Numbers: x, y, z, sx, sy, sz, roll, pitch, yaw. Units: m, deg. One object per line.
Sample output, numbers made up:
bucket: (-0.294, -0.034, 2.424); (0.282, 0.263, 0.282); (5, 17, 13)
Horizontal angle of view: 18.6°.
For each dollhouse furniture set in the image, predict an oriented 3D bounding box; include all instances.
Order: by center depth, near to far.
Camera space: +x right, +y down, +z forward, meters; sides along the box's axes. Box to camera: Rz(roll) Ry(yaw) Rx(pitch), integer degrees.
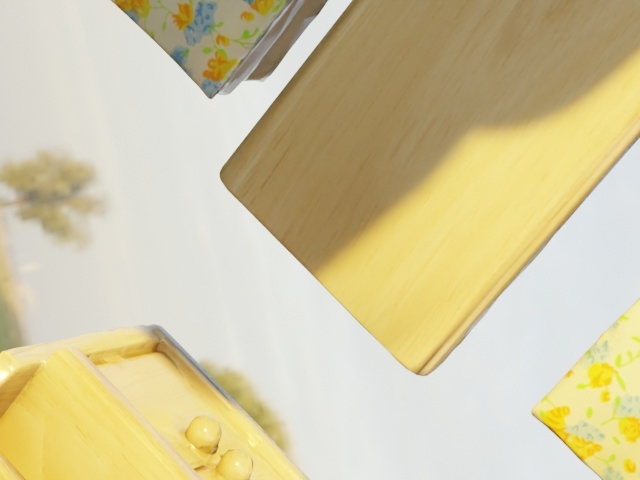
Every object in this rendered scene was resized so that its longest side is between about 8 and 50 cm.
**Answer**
dollhouse furniture set: (0.000, 0.000, 0.726); (0.362, 0.394, 0.256); (45, 20, 15)
